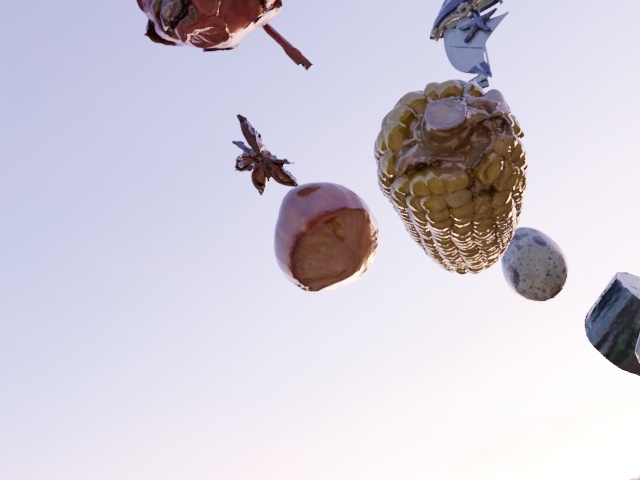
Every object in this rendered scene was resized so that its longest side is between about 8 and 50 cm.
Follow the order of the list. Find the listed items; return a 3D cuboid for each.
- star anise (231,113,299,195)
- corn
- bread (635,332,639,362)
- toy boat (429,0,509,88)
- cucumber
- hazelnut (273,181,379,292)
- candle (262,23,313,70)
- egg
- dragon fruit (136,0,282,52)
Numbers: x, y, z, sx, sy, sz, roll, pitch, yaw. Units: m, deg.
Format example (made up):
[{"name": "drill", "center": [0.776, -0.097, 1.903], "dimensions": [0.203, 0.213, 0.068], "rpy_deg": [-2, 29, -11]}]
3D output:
[{"name": "star anise", "center": [-0.143, -0.174, 1.478], "dimensions": [0.212, 0.053, 0.157], "rpy_deg": [39, -46, -11]}, {"name": "corn", "center": [0.124, -0.040, 0.570], "dimensions": [0.119, 0.119, 0.322], "rpy_deg": [-28, -23, 9]}, {"name": "bread", "center": [0.484, 0.142, 0.923], "dimensions": [0.034, 0.049, 0.088], "rpy_deg": [15, -92, -41]}, {"name": "toy boat", "center": [0.374, -0.502, 1.522], "dimensions": [0.070, 0.291, 0.210], "rpy_deg": [15, -51, -39]}, {"name": "cucumber", "center": [0.576, 0.148, 1.164], "dimensions": [0.191, 0.191, 0.130], "rpy_deg": [5, -57, -36]}, {"name": "hazelnut", "center": [0.000, 0.000, 1.008], "dimensions": [0.182, 0.182, 0.182], "rpy_deg": [-16, -33, -11]}, {"name": "candle", "center": [-0.083, -0.400, 1.277], "dimensions": [0.167, 0.021, 0.026], "rpy_deg": [43, -78, -9]}, {"name": "egg", "center": [0.447, 0.049, 1.354], "dimensions": [0.132, 0.132, 0.172], "rpy_deg": [-28, -75, 9]}, {"name": "dragon fruit", "center": [-0.186, -0.453, 1.107], "dimensions": [0.250, 0.314, 0.250], "rpy_deg": [-1, -23, 0]}]
